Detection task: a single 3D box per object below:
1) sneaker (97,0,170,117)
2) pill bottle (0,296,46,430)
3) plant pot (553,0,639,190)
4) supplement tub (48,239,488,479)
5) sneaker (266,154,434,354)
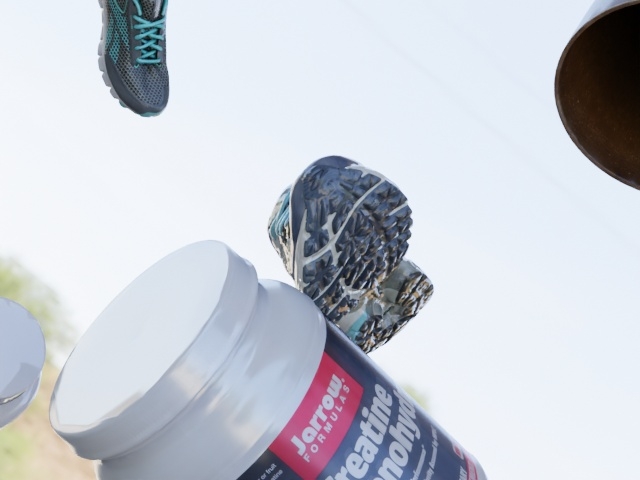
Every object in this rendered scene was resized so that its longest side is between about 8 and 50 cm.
[{"bbox_3d":[-0.165,-0.195,1.706,0.076,0.065,0.166,-21,-99,60],"label":"sneaker"},{"bbox_3d":[-0.282,0.107,1.483,0.108,0.108,0.193,39,-30,-10],"label":"pill bottle"},{"bbox_3d":[0.334,-0.189,1.655,0.215,0.230,0.215,12,-45,12],"label":"plant pot"},{"bbox_3d":[-0.031,0.149,1.290,0.272,0.191,0.191,44,-13,-23],"label":"supplement tub"},{"bbox_3d":[0.000,0.000,1.478,0.122,0.110,0.283,42,-11,21],"label":"sneaker"}]
